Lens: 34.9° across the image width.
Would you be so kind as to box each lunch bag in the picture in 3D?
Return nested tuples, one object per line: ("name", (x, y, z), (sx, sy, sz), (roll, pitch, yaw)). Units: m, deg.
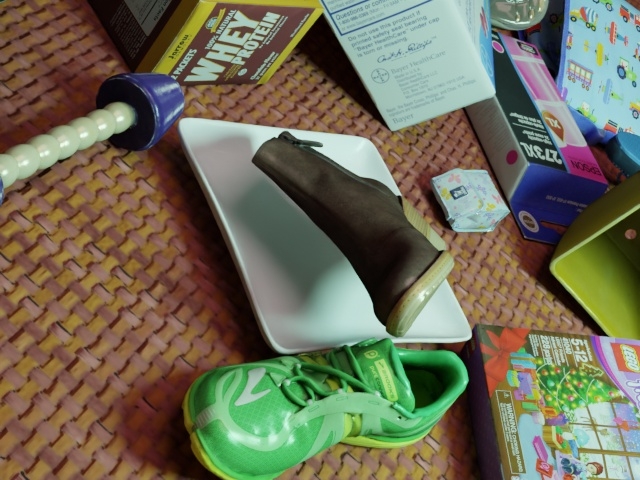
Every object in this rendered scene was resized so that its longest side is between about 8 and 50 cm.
("lunch bag", (0.182, -0.050, 1.263), (0.083, 0.053, 0.071), (-2, 54, -33))
("lunch bag", (0.448, -0.276, 1.679), (0.221, 0.138, 0.293), (25, 50, -28))

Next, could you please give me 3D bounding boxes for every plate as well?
("plate", (0.000, 0.000, 1.052), (0.277, 0.045, 0.278), (0, 54, -42))

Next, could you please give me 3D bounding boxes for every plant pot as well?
("plant pot", (0.444, 0.007, 1.315), (0.212, 0.212, 0.187), (46, 28, -12))

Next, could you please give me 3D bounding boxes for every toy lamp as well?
("toy lamp", (-0.221, -0.092, 0.914), (0.080, 0.080, 0.275), (48, 40, 5))

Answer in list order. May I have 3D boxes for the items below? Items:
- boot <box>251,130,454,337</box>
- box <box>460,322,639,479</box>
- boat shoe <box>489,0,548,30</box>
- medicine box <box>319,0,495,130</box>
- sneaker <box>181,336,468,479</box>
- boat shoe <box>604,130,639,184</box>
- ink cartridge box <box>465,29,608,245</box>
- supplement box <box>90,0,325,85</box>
("boot", (0.019, -0.014, 0.948), (0.207, 0.090, 0.248), (34, 16, -1))
("box", (0.260, 0.221, 1.016), (0.201, 0.057, 0.293), (7, 47, -11))
("boat shoe", (0.179, -0.388, 1.545), (0.325, 0.123, 0.116), (19, -2, -11))
("medicine box", (0.101, -0.340, 1.294), (0.289, 0.149, 0.263), (56, 27, -36))
("sneaker", (0.010, 0.128, 0.873), (0.296, 0.123, 0.109), (-3, 57, -43))
("boat shoe", (0.526, -0.071, 1.574), (0.258, 0.089, 0.109), (33, 40, -20))
("ink cartridge box", (0.300, -0.154, 1.468), (0.176, 0.069, 0.370), (10, 51, -37))
("supplement box", (-0.139, -0.285, 1.127), (0.191, 0.129, 0.194), (-12, 63, -48))
